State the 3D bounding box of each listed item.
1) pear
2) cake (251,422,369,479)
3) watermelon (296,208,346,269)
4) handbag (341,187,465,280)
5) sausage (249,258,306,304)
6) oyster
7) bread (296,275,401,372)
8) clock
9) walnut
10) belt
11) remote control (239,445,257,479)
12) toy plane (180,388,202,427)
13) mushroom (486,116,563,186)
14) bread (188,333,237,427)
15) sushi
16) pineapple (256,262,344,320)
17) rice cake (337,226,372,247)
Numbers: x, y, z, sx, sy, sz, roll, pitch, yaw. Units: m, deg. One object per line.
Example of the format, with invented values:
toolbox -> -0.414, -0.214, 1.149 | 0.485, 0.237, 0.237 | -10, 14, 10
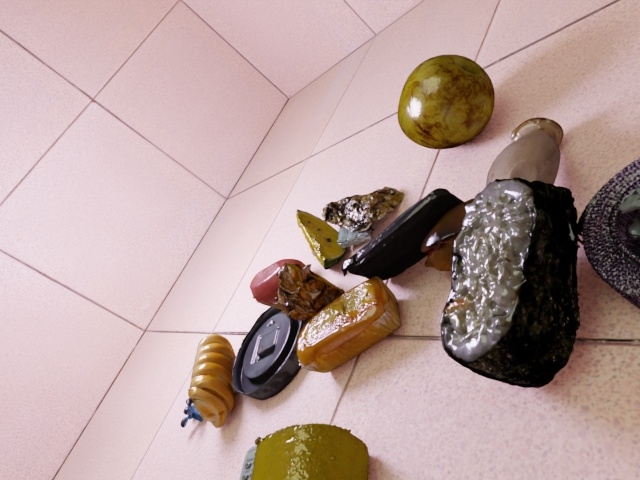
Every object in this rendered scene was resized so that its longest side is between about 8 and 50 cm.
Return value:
pear -> 0.356, -0.389, 1.383 | 0.284, 0.284, 0.283 | -40, 27, 25
cake -> -0.034, 0.465, 0.967 | 0.261, 0.179, 0.156 | -33, 29, 34
watermelon -> 0.000, 0.000, 1.603 | 0.123, 0.129, 0.301 | -42, 42, 8
handbag -> 0.212, -0.001, 1.181 | 0.332, 0.192, 0.074 | -39, 58, 25
sausage -> -0.143, 0.145, 1.662 | 0.254, 0.148, 0.148 | -36, 28, 36
oyster -> 0.139, -0.112, 1.519 | 0.214, 0.083, 0.223 | 12, 46, 45
bread -> 0.072, 0.217, 1.205 | 0.288, 0.119, 0.152 | -39, 31, 26
clock -> -0.148, 0.333, 1.486 | 0.325, 0.067, 0.325 | -39, 27, 25
walnut -> 0.322, -0.011, 1.055 | 0.245, 0.137, 0.137 | -39, 27, 25
belt -> 0.538, -0.010, 0.696 | 0.260, 0.122, 0.324 | -50, 22, 16
remote control -> -0.151, 0.629, 1.084 | 0.128, 0.066, 0.335 | -31, 31, 34
toy plane -> -0.418, 0.522, 1.683 | 0.246, 0.078, 0.169 | -80, 8, -51
mushroom -> 0.436, -0.166, 1.012 | 0.128, 0.128, 0.350 | -29, 13, 41
bread -> -0.337, 0.432, 1.562 | 0.121, 0.172, 0.311 | -24, 30, 7
sushi -> 0.332, 0.067, 0.822 | 0.211, 0.171, 0.349 | -25, 49, 64
pineapple -> -0.027, 0.165, 1.325 | 0.158, 0.161, 0.334 | -55, -18, -6
rice cake -> 0.116, -0.064, 1.582 | 0.124, 0.038, 0.211 | -18, 35, 27
